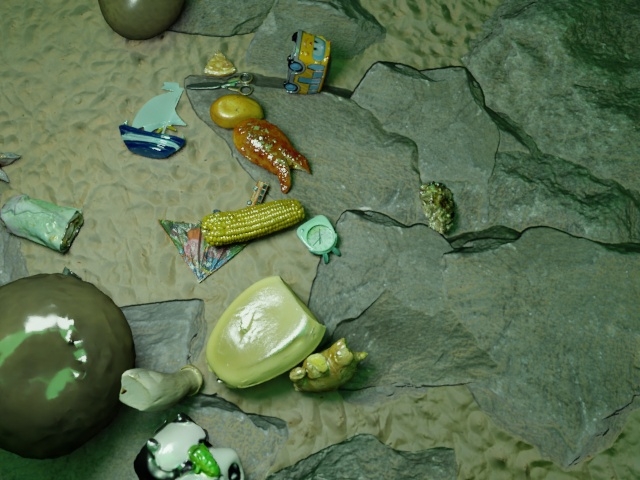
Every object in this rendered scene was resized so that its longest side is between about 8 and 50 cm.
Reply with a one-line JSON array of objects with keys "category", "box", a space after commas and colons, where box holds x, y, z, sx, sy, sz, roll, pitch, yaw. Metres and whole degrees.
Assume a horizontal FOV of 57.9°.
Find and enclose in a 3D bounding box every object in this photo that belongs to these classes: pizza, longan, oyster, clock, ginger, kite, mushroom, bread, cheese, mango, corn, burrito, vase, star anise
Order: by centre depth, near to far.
[{"category": "longan", "box": [-0.662, 0.288, 1.411, 0.404, 0.404, 0.435, -35, 72, -12]}, {"category": "mushroom", "box": [-0.401, 0.374, 1.459, 0.096, 0.247, 0.108, -47, 63, 17]}, {"category": "ginger", "box": [0.024, 0.332, 1.515, 0.216, 0.157, 0.102, -20, 47, -10]}, {"category": "cheese", "box": [-0.166, 0.254, 1.532, 0.316, 0.128, 0.259, -40, 55, -3]}, {"category": "vase", "box": [-0.751, 0.157, 1.632, 0.059, 0.059, 0.167, 31, 73, 11]}, {"category": "corn", "box": [-0.190, -0.055, 1.673, 0.313, 0.102, 0.101, -13, 70, -8]}, {"category": "clock", "box": [0.000, 0.000, 1.693, 0.101, 0.041, 0.135, -30, 73, -11]}, {"category": "burrito", "box": [-0.827, -0.060, 1.701, 0.229, 0.089, 0.143, 16, 68, 5]}, {"category": "kite", "box": [-0.340, 0.014, 1.707, 0.322, 0.016, 0.233, 7, 71, 4]}, {"category": "oyster", "box": [0.351, -0.099, 1.724, 0.106, 0.056, 0.177, 8, 65, -5]}, {"category": "bread", "box": [-0.152, -0.275, 1.771, 0.269, 0.095, 0.139, 42, 83, 10]}, {"category": "star anise", "box": [-1.041, -0.230, 1.776, 0.208, 0.063, 0.171, 25, 73, 9]}, {"category": "mango", "box": [-0.266, -0.411, 1.824, 0.165, 0.089, 0.115, -19, 70, -10]}, {"category": "longan", "box": [-0.579, -0.817, 1.891, 0.289, 0.288, 0.349, 9, 59, 4]}, {"category": "pizza", "box": [-0.326, -0.575, 1.921, 0.099, 0.029, 0.100, 23, 74, 0]}]

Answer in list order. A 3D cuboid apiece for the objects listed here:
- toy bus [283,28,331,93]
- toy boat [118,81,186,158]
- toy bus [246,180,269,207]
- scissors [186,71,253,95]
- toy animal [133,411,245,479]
[{"category": "toy bus", "box": [-0.037, -0.553, 1.817, 0.136, 0.209, 0.126, 9, 68, -7]}, {"category": "toy boat", "box": [-0.510, -0.400, 1.838, 0.221, 0.067, 0.290, 11, 67, 5]}, {"category": "toy bus", "box": [-0.192, -0.126, 1.748, 0.043, 0.031, 0.110, 20, 70, 1]}, {"category": "scissors", "box": [-0.332, -0.509, 1.899, 0.220, 0.017, 0.087, -3, 73, -1]}, {"category": "toy animal", "box": [-0.308, 0.562, 1.397, 0.267, 0.212, 0.212, 34, 73, 16]}]
